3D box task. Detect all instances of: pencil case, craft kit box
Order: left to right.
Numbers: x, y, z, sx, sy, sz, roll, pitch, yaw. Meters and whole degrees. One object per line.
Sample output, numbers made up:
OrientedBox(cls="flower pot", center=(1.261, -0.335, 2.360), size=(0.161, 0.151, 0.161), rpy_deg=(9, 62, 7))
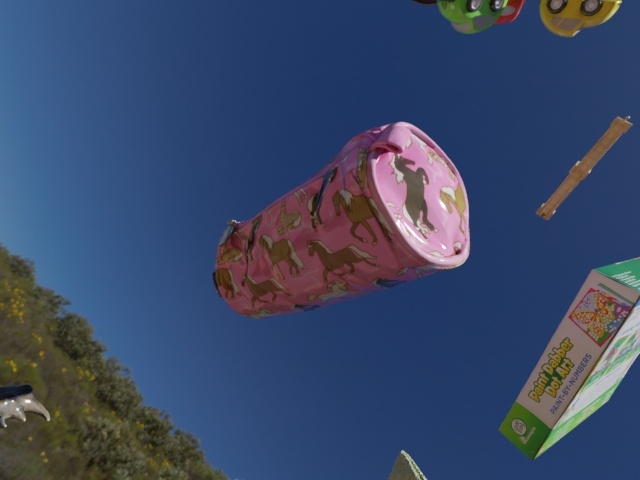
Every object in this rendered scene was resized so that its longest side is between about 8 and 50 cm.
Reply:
OrientedBox(cls="pencil case", center=(0.000, 0.000, 0.523), size=(0.386, 0.167, 0.160), rpy_deg=(-24, -119, 48))
OrientedBox(cls="craft kit box", center=(0.369, 0.142, 0.527), size=(0.061, 0.250, 0.247), rpy_deg=(36, -60, 46))

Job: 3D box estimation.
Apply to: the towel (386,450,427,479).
OrientedBox(cls="towel", center=(0.168, 0.503, 0.814), size=(0.027, 0.148, 0.110), rpy_deg=(25, -95, -2))

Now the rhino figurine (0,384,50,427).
OrientedBox(cls="rhino figurine", center=(-0.402, 0.156, 0.396), size=(0.073, 0.243, 0.106), rpy_deg=(-56, -151, 9))

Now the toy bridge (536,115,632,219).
OrientedBox(cls="toy bridge", center=(0.412, -0.111, 0.634), size=(0.026, 0.063, 0.188), rpy_deg=(41, -55, 20))

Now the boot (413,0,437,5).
OrientedBox(cls="boot", center=(0.182, -0.547, 0.790), size=(0.248, 0.207, 0.090), rpy_deg=(6, -81, 21))

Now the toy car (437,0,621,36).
OrientedBox(cls="toy car", center=(0.266, -0.337, 0.593), size=(0.239, 0.225, 0.053), rpy_deg=(-129, -148, -48))
